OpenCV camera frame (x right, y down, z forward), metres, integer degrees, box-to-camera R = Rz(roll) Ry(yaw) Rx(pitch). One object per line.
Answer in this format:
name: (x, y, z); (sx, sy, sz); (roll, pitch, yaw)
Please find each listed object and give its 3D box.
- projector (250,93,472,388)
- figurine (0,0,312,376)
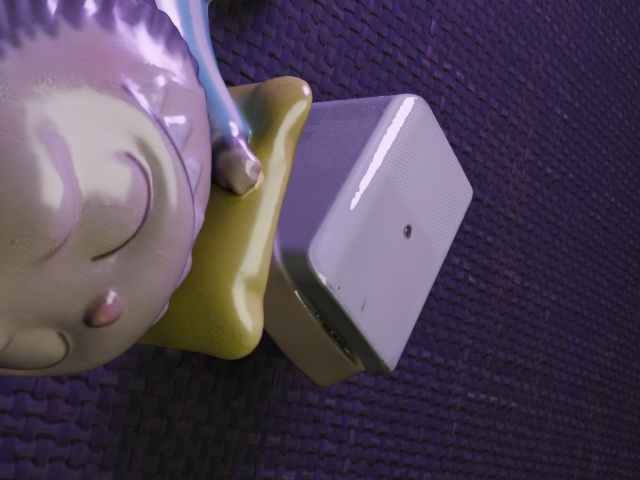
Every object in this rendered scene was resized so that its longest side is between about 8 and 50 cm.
projector: (0.000, 0.000, 0.818); (0.163, 0.177, 0.243); (52, 52, -37)
figurine: (-0.199, -0.118, 0.490); (0.377, 0.266, 0.362); (24, 60, -58)
